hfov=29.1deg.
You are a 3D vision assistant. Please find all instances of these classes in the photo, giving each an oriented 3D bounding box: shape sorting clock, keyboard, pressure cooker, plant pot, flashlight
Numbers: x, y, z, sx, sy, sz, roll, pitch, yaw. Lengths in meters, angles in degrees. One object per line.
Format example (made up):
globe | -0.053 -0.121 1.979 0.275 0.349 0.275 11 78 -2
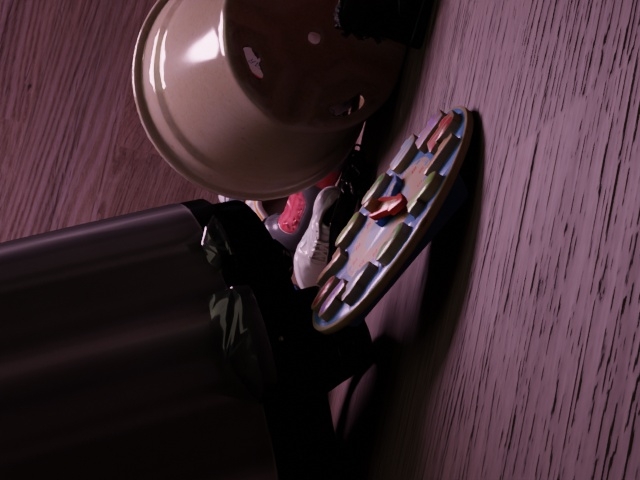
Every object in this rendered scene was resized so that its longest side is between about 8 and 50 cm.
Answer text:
shape sorting clock | 0.052 -0.018 0.953 0.206 0.040 0.206 -50 12 14
keyboard | 0.042 -0.042 1.475 0.192 0.038 0.100 -73 -12 -56
pressure cooker | -0.157 0.150 1.139 0.370 0.420 0.375 -132 32 -56
plant pot | -0.048 -0.227 1.539 0.305 0.334 0.333 171 113 -73
flashlight | -0.035 -0.073 1.920 0.103 0.103 0.304 62 147 27

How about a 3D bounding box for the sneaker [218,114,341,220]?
sneaker | -0.027 -0.157 2.078 0.321 0.127 0.126 -54 -33 2

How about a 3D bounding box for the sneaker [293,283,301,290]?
sneaker | -0.078 0.107 1.787 0.121 0.079 0.217 -47 -14 2

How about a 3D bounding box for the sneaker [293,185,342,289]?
sneaker | 0.000 0.000 1.681 0.061 0.054 0.152 -139 63 -81

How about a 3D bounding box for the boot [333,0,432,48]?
boot | 0.071 -0.267 1.326 0.045 0.099 0.121 -141 64 -83

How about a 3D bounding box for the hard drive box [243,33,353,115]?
hard drive box | -0.076 -0.248 1.928 0.232 0.181 0.089 -34 -30 -46
